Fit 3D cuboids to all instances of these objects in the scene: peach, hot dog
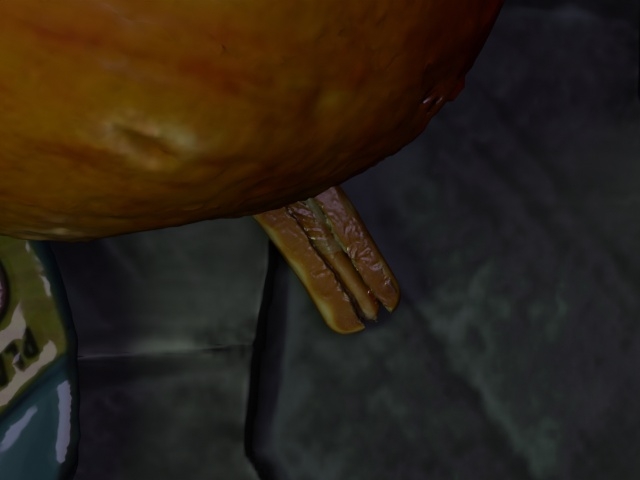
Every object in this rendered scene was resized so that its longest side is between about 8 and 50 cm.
[{"bbox_3d":[-0.063,-0.115,0.574,0.281,0.281,0.238,23,124,-24],"label":"peach"},{"bbox_3d":[0.000,0.000,0.727,0.037,0.021,0.083,-30,107,-1],"label":"hot dog"}]

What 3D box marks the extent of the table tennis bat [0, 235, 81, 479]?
[{"bbox_3d":[-0.166,0.072,0.640,0.215,0.044,0.329,-44,106,-19],"label":"table tennis bat"}]
